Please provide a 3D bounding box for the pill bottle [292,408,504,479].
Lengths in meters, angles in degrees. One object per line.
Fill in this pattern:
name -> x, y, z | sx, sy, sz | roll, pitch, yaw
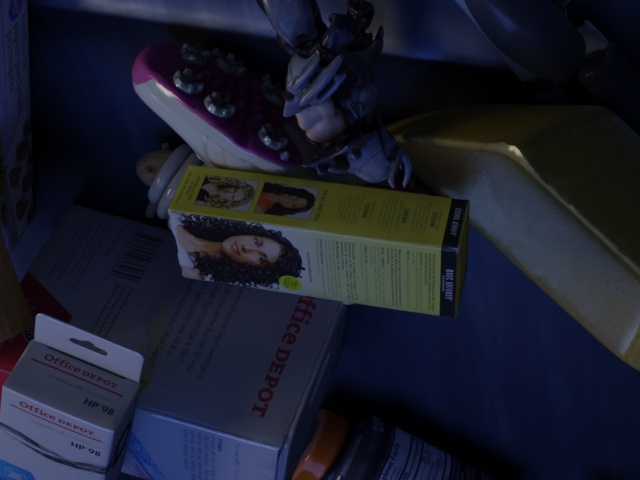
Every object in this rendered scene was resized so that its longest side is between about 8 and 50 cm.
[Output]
pill bottle -> 0.089, 0.278, 1.275 | 0.246, 0.130, 0.130 | 28, 137, -5

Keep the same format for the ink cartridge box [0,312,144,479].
ink cartridge box -> -0.220, 0.155, 1.002 | 0.104, 0.060, 0.180 | 22, 134, 2

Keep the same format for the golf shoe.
golf shoe -> -0.043, -0.049, 0.998 | 0.306, 0.115, 0.140 | 34, 125, -10

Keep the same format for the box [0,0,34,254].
box -> -0.315, -0.118, 1.093 | 0.067, 0.063, 0.324 | 18, 138, 3

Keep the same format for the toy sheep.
toy sheep -> -0.113, -0.041, 1.071 | 0.132, 0.091, 0.091 | 30, 137, -2

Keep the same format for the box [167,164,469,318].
box -> 0.000, 0.000, 0.925 | 0.232, 0.058, 0.087 | 7, 139, 12

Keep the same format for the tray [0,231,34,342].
tray -> -0.411, -0.090, 1.026 | 0.203, 0.076, 0.410 | -13, 98, 33

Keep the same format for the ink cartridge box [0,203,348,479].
ink cartridge box -> -0.148, 0.113, 1.137 | 0.306, 0.226, 0.131 | 17, 136, 8

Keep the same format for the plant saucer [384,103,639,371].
plant saucer -> 0.220, 0.003, 0.868 | 0.333, 0.081, 0.333 | 40, 177, -14

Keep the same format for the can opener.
can opener -> 0.196, -0.102, 0.869 | 0.076, 0.095, 0.283 | -24, 120, 39

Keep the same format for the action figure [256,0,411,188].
action figure -> -0.013, -0.157, 0.832 | 0.099, 0.185, 0.285 | -31, 99, 8
